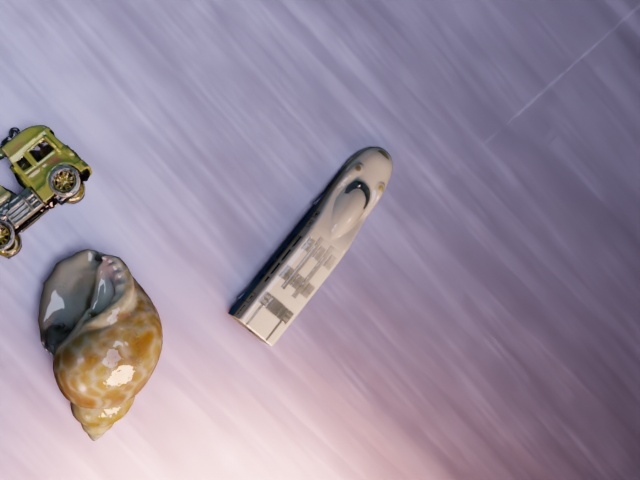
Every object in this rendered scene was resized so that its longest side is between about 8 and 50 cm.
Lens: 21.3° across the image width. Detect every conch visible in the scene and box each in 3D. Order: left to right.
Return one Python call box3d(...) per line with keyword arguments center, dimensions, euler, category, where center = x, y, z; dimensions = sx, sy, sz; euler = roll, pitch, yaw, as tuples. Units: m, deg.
box3d(center=(-0.209, 0.096, 1.651), dimensions=(0.116, 0.106, 0.173), euler=(-18, 80, 6), category="conch")

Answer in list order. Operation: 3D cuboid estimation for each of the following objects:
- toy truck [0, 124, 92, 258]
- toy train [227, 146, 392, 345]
box3d(center=(-0.309, -0.043, 1.629), dimensions=(0.169, 0.077, 0.100), euler=(-41, 89, -6), category="toy truck")
box3d(center=(0.000, 0.000, 1.722), dimensions=(0.052, 0.051, 0.234), euler=(41, 83, -18), category="toy train")
